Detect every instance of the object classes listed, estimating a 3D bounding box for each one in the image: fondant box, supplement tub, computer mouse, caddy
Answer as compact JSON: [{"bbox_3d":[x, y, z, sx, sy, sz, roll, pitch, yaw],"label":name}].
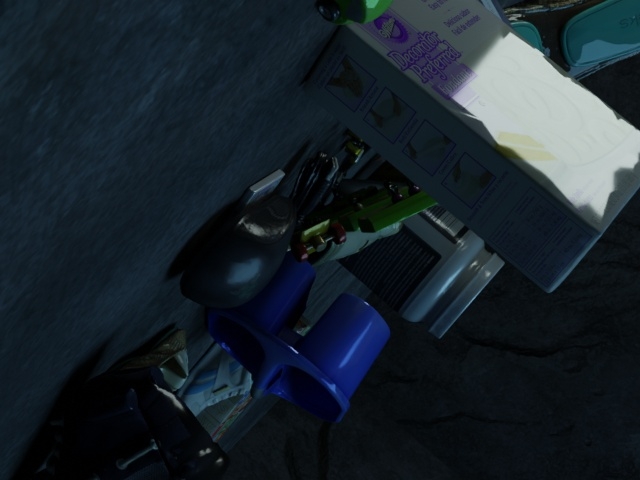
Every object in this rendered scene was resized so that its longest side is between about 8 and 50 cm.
[{"bbox_3d":[0.177,-0.125,1.467,0.238,0.330,0.096,-41,167,-53],"label":"fondant box"},{"bbox_3d":[0.146,0.012,2.303,0.191,0.272,0.191,-48,173,-7],"label":"supplement tub"},{"bbox_3d":[-0.067,0.008,1.628,0.188,0.072,0.272,-52,174,29],"label":"computer mouse"},{"bbox_3d":[-0.044,0.152,2.000,0.179,0.241,0.341,-53,174,-14],"label":"caddy"}]

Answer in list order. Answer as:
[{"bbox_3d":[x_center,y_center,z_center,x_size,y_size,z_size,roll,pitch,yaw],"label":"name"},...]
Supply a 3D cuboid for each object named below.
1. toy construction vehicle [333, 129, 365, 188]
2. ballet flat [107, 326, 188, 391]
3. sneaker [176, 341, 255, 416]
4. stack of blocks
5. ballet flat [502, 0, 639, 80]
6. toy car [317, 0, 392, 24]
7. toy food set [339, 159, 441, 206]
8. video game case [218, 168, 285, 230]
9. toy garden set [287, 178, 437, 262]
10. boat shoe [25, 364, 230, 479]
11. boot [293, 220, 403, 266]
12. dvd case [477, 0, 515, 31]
[{"bbox_3d":[0.031,-0.115,1.897,0.086,0.035,0.098,-59,175,-5],"label":"toy construction vehicle"},{"bbox_3d":[-0.206,0.168,1.746,0.073,0.067,0.206,-53,173,26],"label":"ballet flat"},{"bbox_3d":[-0.160,0.227,2.293,0.228,0.092,0.087,-50,175,17],"label":"sneaker"},{"bbox_3d":[-0.145,0.233,2.443,0.297,0.087,0.171,-51,174,9],"label":"stack of blocks"},{"bbox_3d":[0.303,-0.284,2.026,0.483,0.164,0.182,-25,-153,-22],"label":"ballet flat"},{"bbox_3d":[0.051,-0.243,1.170,0.239,0.053,0.225,-47,173,-22],"label":"toy car"},{"bbox_3d":[0.183,-0.157,2.085,0.220,0.092,0.306,6,-142,43],"label":"toy food set"},{"bbox_3d":[-0.093,-0.026,1.638,0.122,0.011,0.087,-53,173,28],"label":"video game case"},{"bbox_3d":[0.019,-0.036,1.844,0.204,0.049,0.244,-25,-170,-20],"label":"toy garden set"},{"bbox_3d":[-0.265,0.238,1.616,0.341,0.158,0.127,-19,-162,36],"label":"boat shoe"},{"bbox_3d":[0.000,0.000,2.103,0.165,0.077,0.213,-21,-179,-42],"label":"boot"},{"bbox_3d":[0.166,-0.221,1.823,0.221,0.018,0.164,-49,137,-7],"label":"dvd case"}]
